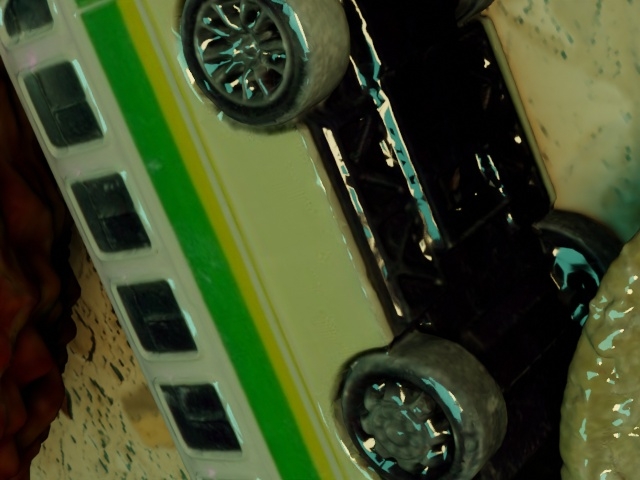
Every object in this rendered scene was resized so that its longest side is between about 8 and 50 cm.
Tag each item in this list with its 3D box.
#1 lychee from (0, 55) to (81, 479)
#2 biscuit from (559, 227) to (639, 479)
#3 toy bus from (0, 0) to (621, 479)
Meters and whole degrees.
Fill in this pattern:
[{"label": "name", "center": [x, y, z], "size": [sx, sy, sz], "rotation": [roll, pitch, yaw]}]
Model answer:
[{"label": "lychee", "center": [-0.304, 0.029, 0.601], "size": [0.424, 0.425, 0.500], "rotation": [-4, 134, 35]}, {"label": "biscuit", "center": [0.149, 0.059, 0.495], "size": [0.032, 0.133, 0.250], "rotation": [-130, 34, -58]}, {"label": "toy bus", "center": [0.000, 0.000, 0.546], "size": [0.179, 0.143, 0.305], "rotation": [-13, 106, 40]}]
